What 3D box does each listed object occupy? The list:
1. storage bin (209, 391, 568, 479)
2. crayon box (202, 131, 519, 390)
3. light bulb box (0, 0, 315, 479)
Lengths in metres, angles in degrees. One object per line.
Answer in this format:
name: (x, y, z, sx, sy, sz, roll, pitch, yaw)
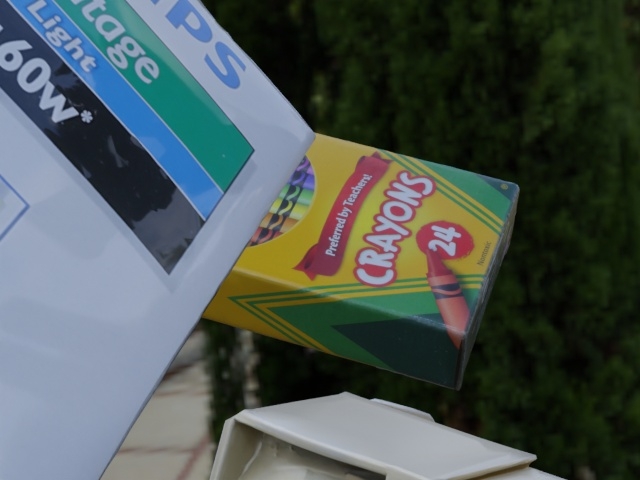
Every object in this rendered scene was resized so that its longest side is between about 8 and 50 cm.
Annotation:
storage bin: (0.082, 0.193, 0.427, 0.262, 0.260, 0.123, 14, 13, 43)
crayon box: (0.000, 0.000, 1.422, 0.318, 0.081, 0.202, 14, 46, 11)
light bulb box: (-0.244, 0.036, 0.707, 0.358, 0.225, 0.361, -30, 18, 35)
